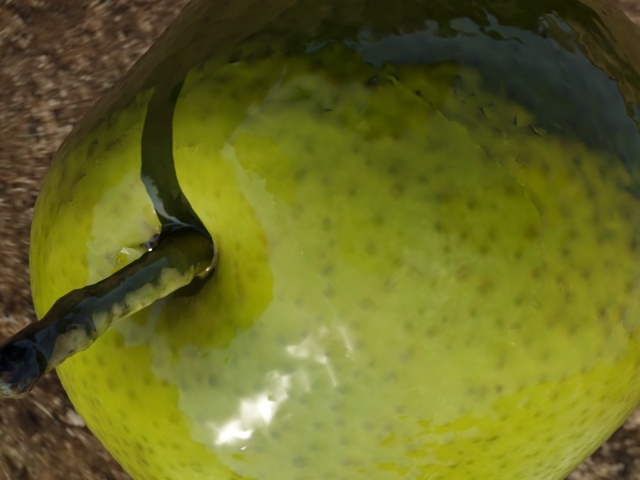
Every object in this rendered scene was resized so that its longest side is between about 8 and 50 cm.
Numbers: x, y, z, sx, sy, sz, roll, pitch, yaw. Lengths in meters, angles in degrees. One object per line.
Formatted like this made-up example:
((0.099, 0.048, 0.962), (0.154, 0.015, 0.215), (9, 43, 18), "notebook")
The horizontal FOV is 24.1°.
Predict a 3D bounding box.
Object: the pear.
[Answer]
((0.000, 0.000, 0.382), (0.216, 0.180, 0.166), (-2, 65, -56), "pear")
